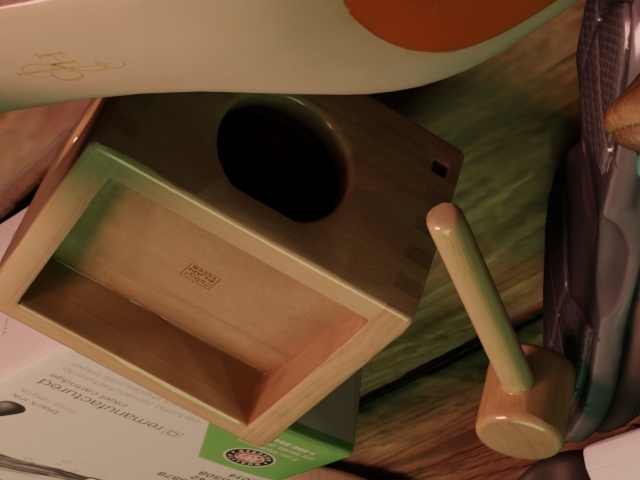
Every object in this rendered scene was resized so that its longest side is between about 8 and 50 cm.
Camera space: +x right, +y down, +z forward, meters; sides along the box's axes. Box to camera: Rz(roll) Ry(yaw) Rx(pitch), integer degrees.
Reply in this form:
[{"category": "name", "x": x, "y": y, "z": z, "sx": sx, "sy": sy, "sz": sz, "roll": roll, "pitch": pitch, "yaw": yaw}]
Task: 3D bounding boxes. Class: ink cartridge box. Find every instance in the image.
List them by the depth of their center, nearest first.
[{"category": "ink cartridge box", "x": -0.111, "y": 0.067, "z": 0.775, "sx": 0.160, "sy": 0.092, "sz": 0.219, "roll": 25, "pitch": 144, "yaw": -33}]

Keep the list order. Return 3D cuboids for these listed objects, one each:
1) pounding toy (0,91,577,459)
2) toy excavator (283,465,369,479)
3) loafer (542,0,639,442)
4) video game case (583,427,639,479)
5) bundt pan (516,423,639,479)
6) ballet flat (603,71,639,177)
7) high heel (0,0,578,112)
[{"category": "pounding toy", "x": 0.009, "y": -0.001, "z": 0.603, "sx": 0.206, "sy": 0.094, "sz": 0.181, "roll": 29, "pitch": 143, "yaw": -12}, {"category": "toy excavator", "x": 0.046, "y": 0.335, "z": 1.156, "sx": 0.445, "sy": 0.222, "sz": 0.433, "roll": 25, "pitch": 144, "yaw": -19}, {"category": "loafer", "x": 0.138, "y": -0.007, "z": 0.604, "sx": 0.095, "sy": 0.109, "sz": 0.302, "roll": -2, "pitch": 148, "yaw": 1}, {"category": "video game case", "x": 0.253, "y": 0.050, "z": 0.662, "sx": 0.206, "sy": 0.026, "sz": 0.227, "roll": -11, "pitch": 168, "yaw": -34}, {"category": "bundt pan", "x": 0.201, "y": 0.236, "z": 0.921, "sx": 0.331, "sy": 0.124, "sz": 0.330, "roll": 0, "pitch": 120, "yaw": 1}, {"category": "ballet flat", "x": 0.243, "y": -0.088, "z": 0.427, "sx": 0.342, "sy": 0.124, "sz": 0.116, "roll": -4, "pitch": -174, "yaw": 5}, {"category": "high heel", "x": -0.058, "y": -0.114, "z": 0.477, "sx": 0.377, "sy": 0.181, "sz": 0.127, "roll": -25, "pitch": 153, "yaw": 7}]
